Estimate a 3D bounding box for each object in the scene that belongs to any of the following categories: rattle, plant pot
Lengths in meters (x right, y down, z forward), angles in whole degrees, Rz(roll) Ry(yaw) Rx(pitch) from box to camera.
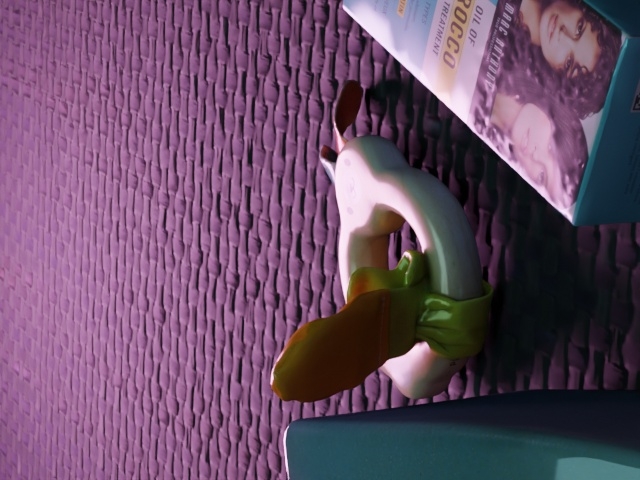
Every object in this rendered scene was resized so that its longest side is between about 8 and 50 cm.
[{"bbox_3d":[0.000,0.000,1.052,0.130,0.143,0.199,99,149,-61],"label":"rattle"},{"bbox_3d":[0.123,0.148,0.816,0.234,0.166,0.165,-13,82,55],"label":"plant pot"}]

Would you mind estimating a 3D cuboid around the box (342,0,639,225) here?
[{"bbox_3d":[0.098,-0.110,0.927,0.244,0.060,0.100,49,135,48],"label":"box"}]
